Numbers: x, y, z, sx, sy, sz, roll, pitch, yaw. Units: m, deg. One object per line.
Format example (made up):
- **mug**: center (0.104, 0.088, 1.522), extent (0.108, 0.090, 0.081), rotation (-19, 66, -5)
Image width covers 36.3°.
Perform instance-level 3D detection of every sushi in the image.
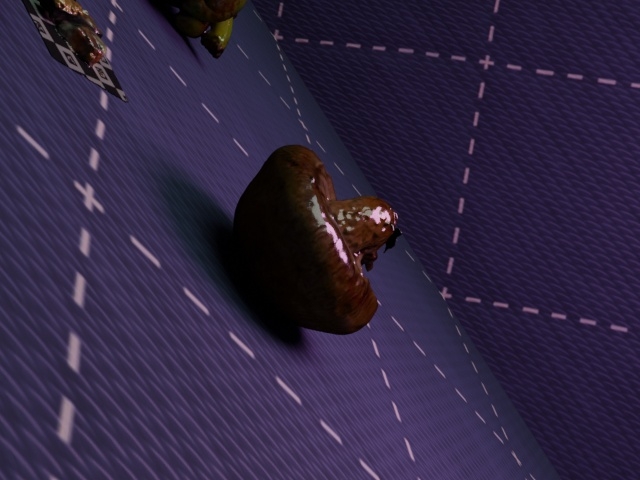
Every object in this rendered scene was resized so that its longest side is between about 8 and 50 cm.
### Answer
- **sushi**: center (-0.329, -0.301, 1.305), extent (0.210, 0.040, 0.192), rotation (60, 12, 21)

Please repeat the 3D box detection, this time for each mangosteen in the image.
- **mangosteen**: center (-0.207, -0.552, 1.893), extent (0.360, 0.306, 0.306), rotation (65, 10, -6)

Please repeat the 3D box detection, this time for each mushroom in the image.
- **mushroom**: center (-0.005, 0.006, 1.364), extent (0.283, 0.195, 0.263), rotation (7, 55, -53)
